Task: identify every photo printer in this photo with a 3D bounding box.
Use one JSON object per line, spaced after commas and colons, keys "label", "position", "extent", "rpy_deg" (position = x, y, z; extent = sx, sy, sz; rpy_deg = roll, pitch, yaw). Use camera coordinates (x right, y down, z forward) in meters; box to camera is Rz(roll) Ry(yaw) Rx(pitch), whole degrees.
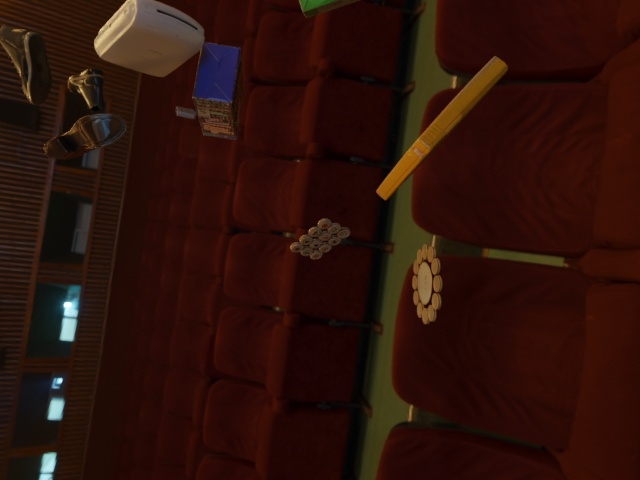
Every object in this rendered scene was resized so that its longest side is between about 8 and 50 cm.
{"label": "photo printer", "position": [-0.553, -0.664, 1.385], "extent": [0.307, 0.255, 0.107], "rpy_deg": [-9, 84, 40]}

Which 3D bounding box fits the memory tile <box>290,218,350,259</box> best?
{"label": "memory tile", "position": [0.000, 0.000, 1.147], "extent": [0.148, 0.113, 0.012], "rpy_deg": [-40, 47, 28]}

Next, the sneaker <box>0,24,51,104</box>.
{"label": "sneaker", "position": [-0.931, -0.553, 1.329], "extent": [0.083, 0.118, 0.222], "rpy_deg": [-54, -16, -60]}

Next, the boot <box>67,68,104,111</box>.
{"label": "boot", "position": [-0.836, -0.514, 1.498], "extent": [0.197, 0.076, 0.137], "rpy_deg": [-4, 93, 41]}

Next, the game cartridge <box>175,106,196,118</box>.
{"label": "game cartridge", "position": [-0.383, -0.364, 1.200], "extent": [0.083, 0.055, 0.017], "rpy_deg": [-125, 43, -57]}

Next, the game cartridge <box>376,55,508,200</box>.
{"label": "game cartridge", "position": [0.288, -0.261, 1.041], "extent": [0.324, 0.052, 0.285], "rpy_deg": [-48, -3, -16]}

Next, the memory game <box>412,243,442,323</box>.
{"label": "memory game", "position": [0.246, 0.101, 0.977], "extent": [0.186, 0.012, 0.187], "rpy_deg": [-179, 90, -84]}

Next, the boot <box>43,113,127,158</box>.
{"label": "boot", "position": [-0.775, -0.359, 1.454], "extent": [0.109, 0.283, 0.220], "rpy_deg": [61, -177, -18]}

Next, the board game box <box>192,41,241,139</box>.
{"label": "board game box", "position": [-0.387, -0.568, 1.633], "extent": [0.291, 0.140, 0.232], "rpy_deg": [123, 153, -76]}

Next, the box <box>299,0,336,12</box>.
{"label": "box", "position": [0.036, -1.045, 1.754], "extent": [0.231, 0.261, 0.127], "rpy_deg": [-86, -21, -69]}
